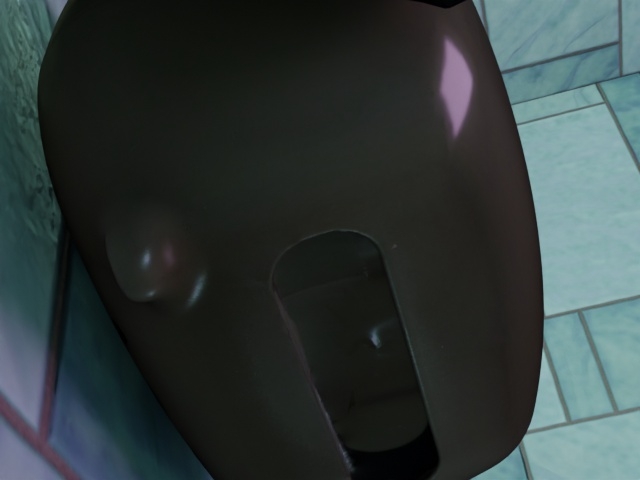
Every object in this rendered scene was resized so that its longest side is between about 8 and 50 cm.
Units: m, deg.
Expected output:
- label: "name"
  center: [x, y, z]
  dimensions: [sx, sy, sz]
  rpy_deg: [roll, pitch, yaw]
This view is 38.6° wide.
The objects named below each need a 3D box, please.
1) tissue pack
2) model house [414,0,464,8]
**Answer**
- label: "tissue pack"
  center: [0.000, 0.000, 0.580]
  dimensions: [0.276, 0.268, 0.387]
  rpy_deg: [-102, 175, -48]
- label: "model house"
  center: [-0.009, -0.276, 0.353]
  dimensions: [0.253, 0.185, 0.291]
  rpy_deg: [56, -46, 40]
